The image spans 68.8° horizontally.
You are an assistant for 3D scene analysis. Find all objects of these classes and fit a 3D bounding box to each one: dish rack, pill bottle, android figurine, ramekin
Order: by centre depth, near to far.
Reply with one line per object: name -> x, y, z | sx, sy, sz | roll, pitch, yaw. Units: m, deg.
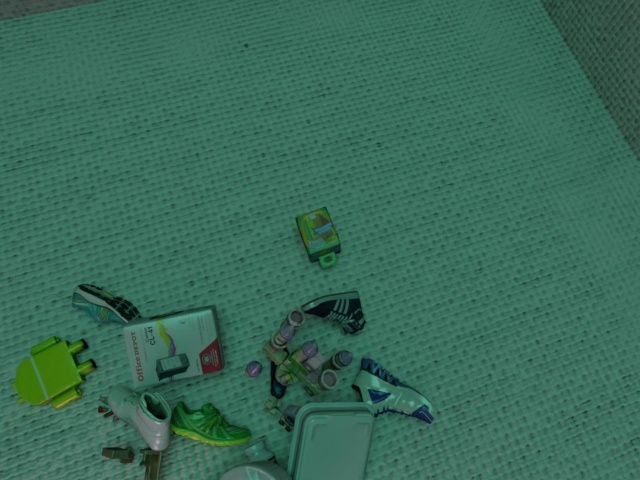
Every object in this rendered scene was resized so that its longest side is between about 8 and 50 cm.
ramekin -> -0.189, 0.812, 1.434 | 0.272, 0.127, 0.273 | -3, 82, 21
dish rack -> 0.042, 0.697, 1.516 | 0.285, 0.072, 0.333 | 7, 96, -20
pill bottle -> -0.187, 0.774, 1.563 | 0.103, 0.103, 0.184 | -24, 74, -11
android figurine -> -0.948, 0.470, 1.654 | 0.272, 0.056, 0.248 | -30, 75, -14

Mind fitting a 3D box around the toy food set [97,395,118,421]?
toy food set -> -0.729, 0.594, 1.641 | 0.122, 0.019, 0.078 | 9, 70, 0

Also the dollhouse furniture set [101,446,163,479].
dollhouse furniture set -> -0.624, 0.747, 1.526 | 0.151, 0.144, 0.123 | 17, 65, -36

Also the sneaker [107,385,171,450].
sneaker -> -0.599, 0.544, 1.561 | 0.292, 0.169, 0.108 | 30, 32, 22

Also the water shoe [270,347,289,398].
water shoe -> -0.146, 0.466, 1.690 | 0.072, 0.080, 0.203 | -1, 70, -4

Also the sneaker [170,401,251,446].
sneaker -> -0.377, 0.627, 1.602 | 0.295, 0.109, 0.124 | 14, 74, 2

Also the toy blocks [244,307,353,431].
toy blocks -> -0.062, 0.409, 1.558 | 0.288, 0.260, 0.309 | 44, 51, 0

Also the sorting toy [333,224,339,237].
sorting toy -> 0.043, -0.040, 1.922 | 0.083, 0.012, 0.062 | 21, 70, 5

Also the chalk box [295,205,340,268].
chalk box -> 0.000, 0.000, 1.835 | 0.132, 0.132, 0.213 | -21, 73, -4

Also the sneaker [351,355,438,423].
sneaker -> 0.238, 0.575, 1.661 | 0.315, 0.127, 0.182 | 32, 75, 16

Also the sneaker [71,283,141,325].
sneaker -> -0.790, 0.261, 1.732 | 0.275, 0.107, 0.110 | 28, 100, 2

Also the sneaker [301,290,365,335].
sneaker -> 0.060, 0.277, 1.709 | 0.282, 0.099, 0.153 | -3, 71, -45

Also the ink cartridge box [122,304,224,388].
ink cartridge box -> -0.509, 0.369, 1.648 | 0.305, 0.131, 0.226 | -11, 91, -9
